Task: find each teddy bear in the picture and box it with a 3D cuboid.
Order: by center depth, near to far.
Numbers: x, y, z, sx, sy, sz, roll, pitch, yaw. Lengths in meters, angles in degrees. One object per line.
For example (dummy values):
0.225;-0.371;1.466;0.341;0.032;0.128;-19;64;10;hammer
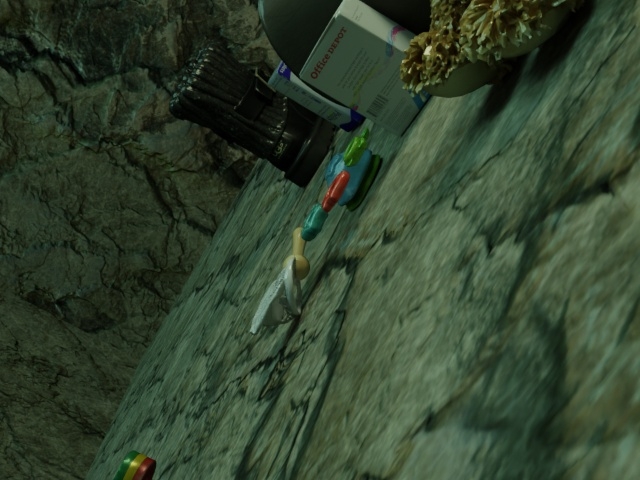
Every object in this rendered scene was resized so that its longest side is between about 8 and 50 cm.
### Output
0.150;-0.251;0.731;0.338;0.113;0.245;-61;10;-4;teddy bear

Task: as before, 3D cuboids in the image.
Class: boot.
-0.104;-0.240;1.704;0.131;0.260;0.348;-58;9;19;boot

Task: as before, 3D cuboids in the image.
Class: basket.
0.069;-0.266;1.067;0.227;0.204;0.154;-32;23;54;basket

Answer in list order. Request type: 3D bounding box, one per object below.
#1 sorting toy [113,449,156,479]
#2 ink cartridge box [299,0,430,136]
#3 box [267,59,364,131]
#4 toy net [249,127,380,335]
-0.185;0.310;0.998;0.274;0.046;0.132;98;-163;-62;sorting toy
0.053;-0.176;1.009;0.088;0.122;0.052;-53;11;40;ink cartridge box
0.018;-0.242;1.400;0.126;0.137;0.072;-62;10;-12;box
0.000;0.000;1.029;0.232;0.045;0.122;-64;10;-10;toy net
